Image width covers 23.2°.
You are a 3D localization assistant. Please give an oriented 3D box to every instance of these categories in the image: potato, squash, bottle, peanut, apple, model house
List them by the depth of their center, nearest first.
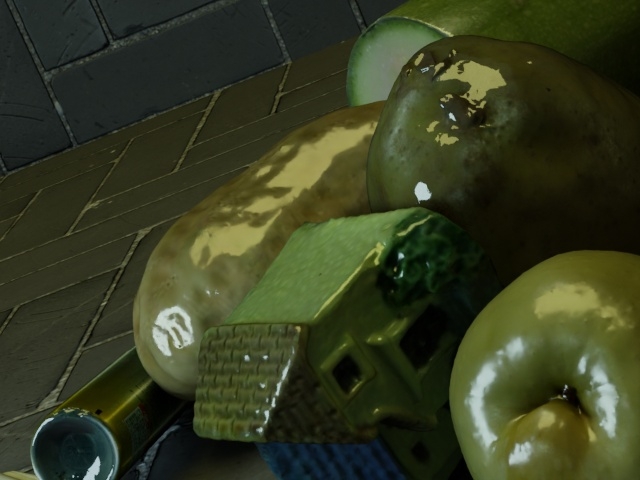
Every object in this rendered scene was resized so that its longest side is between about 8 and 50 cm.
[{"bbox_3d":[0.176,0.095,0.973,0.200,0.200,0.200,-21,15,6],"label":"apple"},{"bbox_3d":[0.034,0.116,1.099,0.189,0.214,0.195,-44,24,-28],"label":"model house"},{"bbox_3d":[0.168,-0.026,1.222,0.221,0.243,0.326,-7,-10,32],"label":"potato"},{"bbox_3d":[0.000,0.000,1.392,0.387,0.169,0.192,-40,50,-13],"label":"peanut"},{"bbox_3d":[-0.173,0.150,1.405,0.082,0.082,0.286,-19,6,14],"label":"bottle"},{"bbox_3d":[0.244,-0.199,1.723,0.384,0.263,0.263,-32,18,-33],"label":"squash"}]

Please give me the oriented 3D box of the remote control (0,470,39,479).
[{"bbox_3d":[-0.249,0.240,1.346,0.090,0.049,0.230,-35,20,-30],"label":"remote control"}]
